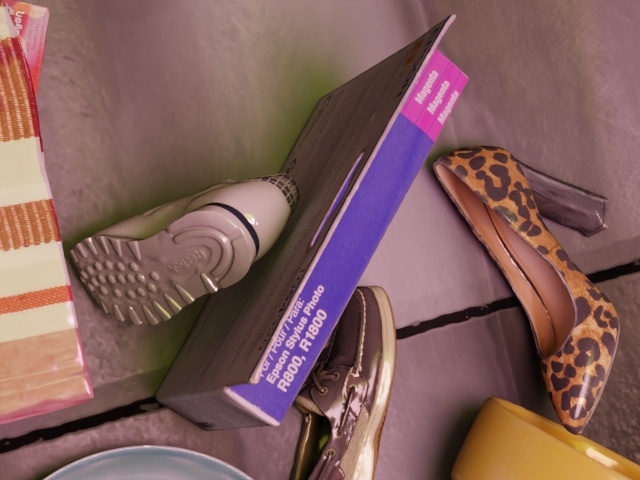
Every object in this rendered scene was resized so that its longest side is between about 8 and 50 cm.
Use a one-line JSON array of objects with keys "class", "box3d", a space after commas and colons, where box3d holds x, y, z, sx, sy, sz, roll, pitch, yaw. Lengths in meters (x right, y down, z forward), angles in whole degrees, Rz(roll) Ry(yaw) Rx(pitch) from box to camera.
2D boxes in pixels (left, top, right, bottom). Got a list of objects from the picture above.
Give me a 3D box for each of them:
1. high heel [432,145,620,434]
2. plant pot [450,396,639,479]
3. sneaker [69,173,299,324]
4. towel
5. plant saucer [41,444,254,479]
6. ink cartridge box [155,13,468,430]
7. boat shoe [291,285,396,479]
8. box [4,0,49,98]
[{"class": "high heel", "box3d": [0.175, 0.041, 1.535, 0.186, 0.093, 0.261, 19, 56, -21]}, {"class": "plant pot", "box3d": [0.204, 0.296, 1.464, 0.254, 0.254, 0.239, 28, 91, -14]}, {"class": "sneaker", "box3d": [-0.113, 0.003, 1.401, 0.095, 0.235, 0.090, -49, 115, -40]}, {"class": "towel", "box3d": [-0.320, -0.011, 1.287, 0.237, 0.037, 0.329, -11, 86, -15]}, {"class": "plant saucer", "box3d": [-0.151, 0.333, 1.434, 0.317, 0.043, 0.318, 2, 83, -18]}, {"class": "ink cartridge box", "box3d": [0.000, 0.000, 1.372, 0.071, 0.330, 0.324, 32, 75, -13]}, {"class": "boat shoe", "box3d": [0.014, 0.147, 1.492, 0.073, 0.080, 0.224, 10, 85, -23]}, {"class": "box", "box3d": [-0.307, -0.069, 1.383, 0.122, 0.128, 0.257, 10, 81, -18]}]
